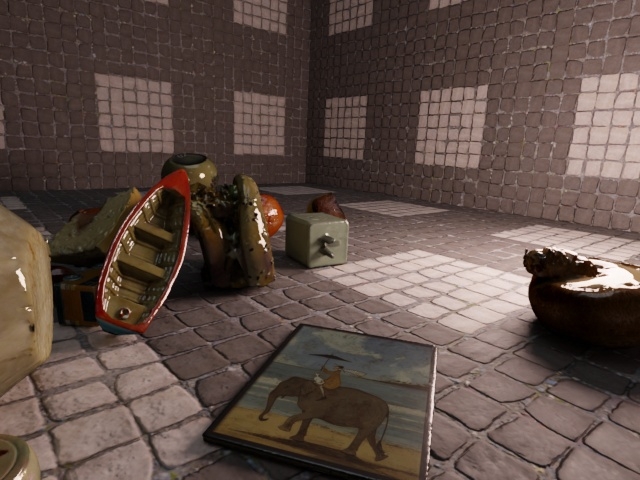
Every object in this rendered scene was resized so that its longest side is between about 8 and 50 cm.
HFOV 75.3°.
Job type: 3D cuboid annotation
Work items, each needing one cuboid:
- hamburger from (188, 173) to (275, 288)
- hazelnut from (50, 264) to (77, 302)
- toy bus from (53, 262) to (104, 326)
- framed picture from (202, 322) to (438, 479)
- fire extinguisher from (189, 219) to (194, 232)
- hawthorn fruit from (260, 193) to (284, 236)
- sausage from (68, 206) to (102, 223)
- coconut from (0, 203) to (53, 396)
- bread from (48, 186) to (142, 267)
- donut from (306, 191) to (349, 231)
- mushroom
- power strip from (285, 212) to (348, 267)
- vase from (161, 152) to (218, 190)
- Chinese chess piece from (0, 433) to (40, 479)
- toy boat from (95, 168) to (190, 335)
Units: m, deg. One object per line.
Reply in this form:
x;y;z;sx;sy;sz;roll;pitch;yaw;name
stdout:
-0.233;-0.025;1.061;0.196;0.276;0.318;-9;20;-13;hamburger
-0.565;0.094;0.891;0.087;0.086;0.086;2;13;-1;hazelnut
-0.433;0.099;0.845;0.104;0.091;0.182;3;13;8;toy bus
0.033;0.212;0.612;0.265;0.016;0.347;6;13;17;framed picture
-0.497;-0.079;1.618;0.338;0.106;0.147;7;-8;16;fire extinguisher
-0.241;-0.078;1.497;0.179;0.178;0.200;12;29;36;hawthorn fruit
-0.579;-0.020;1.200;0.269;0.152;0.141;1;5;-10;sausage
-0.505;0.081;0.499;0.324;0.322;0.323;2;13;-1;coconut
-0.515;0.026;1.028;0.184;0.211;0.223;-12;39;3;bread
0.017;-0.126;1.813;0.113;0.151;0.295;-14;19;-21;donut
0.541;0.113;0.832;0.279;0.162;0.297;19;19;26;mushroom
0.000;0.000;1.250;0.140;0.138;0.224;-4;14;-29;power strip
-0.572;-0.200;1.813;0.241;0.301;0.329;1;31;-6;vase
-0.326;0.232;0.375;0.122;0.051;0.122;3;13;-1;Chinese chess piece
-0.345;0.006;0.840;0.136;0.079;0.391;30;43;-28;toy boat
